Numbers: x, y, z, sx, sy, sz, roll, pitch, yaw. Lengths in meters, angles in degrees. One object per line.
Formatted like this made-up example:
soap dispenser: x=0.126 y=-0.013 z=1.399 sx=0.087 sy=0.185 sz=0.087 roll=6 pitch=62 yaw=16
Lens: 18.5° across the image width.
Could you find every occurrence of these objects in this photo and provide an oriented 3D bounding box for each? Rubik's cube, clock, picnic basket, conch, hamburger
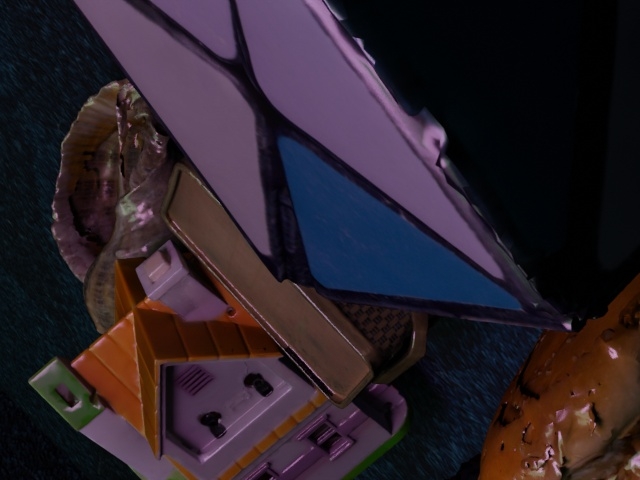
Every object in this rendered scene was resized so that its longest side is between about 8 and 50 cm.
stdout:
Rubik's cube: x=0.070 y=-0.156 z=0.978 sx=0.310 sy=0.307 sz=0.305 roll=54 pitch=158 yaw=-19
clock: x=-0.100 y=0.126 z=1.833 sx=0.309 sy=0.235 sz=0.166 roll=41 pitch=-167 yaw=-40
picnic basket: x=0.000 y=0.000 z=1.662 sx=0.267 sy=0.139 sz=0.165 roll=47 pitch=160 yaw=6
conch: x=-0.160 y=-0.020 z=1.961 sx=0.210 sy=0.159 sz=0.291 roll=32 pitch=116 yaw=57
hamburger: x=0.234 y=0.113 z=1.271 sx=0.211 sy=0.260 sz=0.245 roll=36 pitch=-155 yaw=-6

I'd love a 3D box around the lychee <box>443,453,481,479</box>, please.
lychee: x=0.189 y=0.265 z=1.713 sx=0.188 sy=0.188 sz=0.188 roll=42 pitch=159 yaw=20
